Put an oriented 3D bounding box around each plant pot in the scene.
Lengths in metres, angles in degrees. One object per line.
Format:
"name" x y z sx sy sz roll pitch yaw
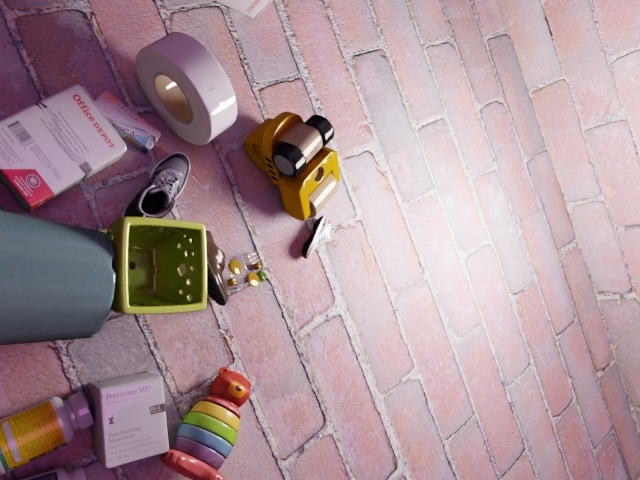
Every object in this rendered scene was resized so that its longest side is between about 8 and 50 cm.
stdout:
"plant pot" -0.436 0.068 1.295 0.227 0.207 0.228 5 82 -45
"plant pot" -0.655 0.085 1.120 0.334 0.341 0.340 10 79 -40

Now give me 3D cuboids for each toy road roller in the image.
"toy road roller" -0.091 -0.247 1.608 0.202 0.241 0.329 -50 147 -27

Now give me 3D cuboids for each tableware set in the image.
"tableware set" -0.222 0.097 1.525 0.154 0.024 0.104 -23 88 -56

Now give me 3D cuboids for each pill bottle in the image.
"pill bottle" -0.646 0.435 1.188 0.209 0.118 0.117 -21 95 -33
"pill bottle" -0.637 0.583 1.189 0.170 0.094 0.094 -6 87 -33

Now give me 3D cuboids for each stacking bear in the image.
"stacking bear" -0.285 0.488 1.392 0.175 0.164 0.289 33 56 -11

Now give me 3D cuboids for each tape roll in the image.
"tape roll" -0.357 -0.399 1.374 0.100 0.286 0.286 -44 108 -29

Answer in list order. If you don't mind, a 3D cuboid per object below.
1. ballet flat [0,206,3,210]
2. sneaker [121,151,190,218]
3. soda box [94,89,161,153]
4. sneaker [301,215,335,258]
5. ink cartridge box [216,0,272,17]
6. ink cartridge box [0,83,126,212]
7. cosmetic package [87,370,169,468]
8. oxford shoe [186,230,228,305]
"ballet flat" -0.811 -0.123 1.183 0.079 0.077 0.221 -28 95 -13
"sneaker" -0.419 -0.137 1.380 0.101 0.153 0.268 40 65 -23
"soda box" -0.527 -0.317 1.389 0.183 0.058 0.063 38 66 -23
"sneaker" 0.000 0.000 1.689 0.075 0.057 0.161 33 65 -19
"ink cartridge box" -0.277 -0.812 1.510 0.306 0.226 0.131 12 79 -32
"ink cartridge box" -0.654 -0.227 1.263 0.273 0.114 0.197 -41 105 -29
"cosmetic package" -0.477 0.434 1.275 0.151 0.151 0.183 -5 87 -34
"oxford shoe" -0.301 0.076 1.475 0.096 0.083 0.227 -25 101 -41
